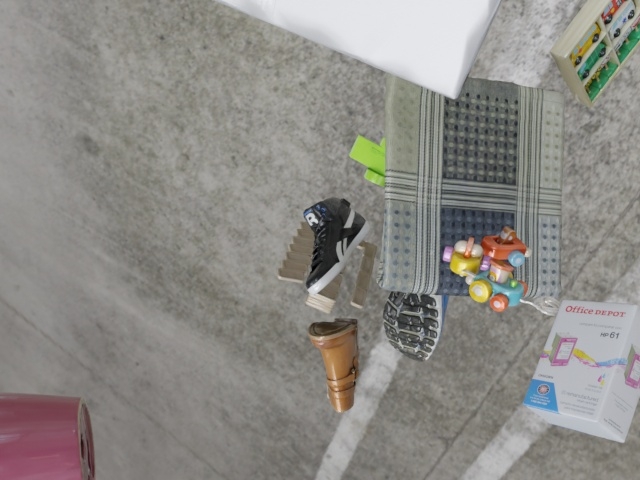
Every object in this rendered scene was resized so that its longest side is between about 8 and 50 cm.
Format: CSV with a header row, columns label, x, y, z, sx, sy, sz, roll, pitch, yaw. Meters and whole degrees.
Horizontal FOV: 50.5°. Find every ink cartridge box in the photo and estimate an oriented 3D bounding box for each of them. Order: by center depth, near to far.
label,x,y,z,sx,sy,sz,roll,pitch,yaw
ink cartridge box,0.265,0.122,0.664,0.052,0.122,0.089,37,161,-26

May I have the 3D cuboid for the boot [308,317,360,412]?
label,x,y,z,sx,sy,sz,roll,pitch,yaw
boot,0.029,0.212,1.135,0.073,0.197,0.152,1,87,19

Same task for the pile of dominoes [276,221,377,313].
label,x,y,z,sx,sy,sz,roll,pitch,yaw
pile of dominoes,0.015,0.057,1.499,0.196,0.251,0.040,23,125,-2

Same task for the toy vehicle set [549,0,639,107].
label,x,y,z,sx,sy,sz,roll,pitch,yaw
toy vehicle set,0.519,-0.385,1.183,0.035,0.266,0.166,40,-174,41

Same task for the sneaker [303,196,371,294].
label,x,y,z,sx,sy,sz,roll,pitch,yaw
sneaker,0.000,0.000,1.280,0.121,0.217,0.079,43,136,-5

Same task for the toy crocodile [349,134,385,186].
label,x,y,z,sx,sy,sz,roll,pitch,yaw
toy crocodile,0.219,-0.171,1.674,0.341,0.105,0.115,27,102,28

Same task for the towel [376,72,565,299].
label,x,y,z,sx,sy,sz,roll,pitch,yaw
towel,0.222,-0.080,0.982,0.056,0.313,0.323,178,96,-68

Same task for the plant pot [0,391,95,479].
label,x,y,z,sx,sy,sz,roll,pitch,yaw
plant pot,-0.358,0.255,0.770,0.201,0.180,0.201,174,90,-78

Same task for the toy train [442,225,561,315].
label,x,y,z,sx,sy,sz,roll,pitch,yaw
toy train,0.217,0.024,0.800,0.125,0.166,0.046,1,117,-10

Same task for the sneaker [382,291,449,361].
label,x,y,z,sx,sy,sz,roll,pitch,yaw
sneaker,0.220,0.081,1.313,0.130,0.147,0.329,22,111,36

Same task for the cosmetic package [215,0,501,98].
label,x,y,z,sx,sy,sz,roll,pitch,yaw
cosmetic package,0.029,-0.215,0.543,0.238,0.127,0.107,21,124,5
